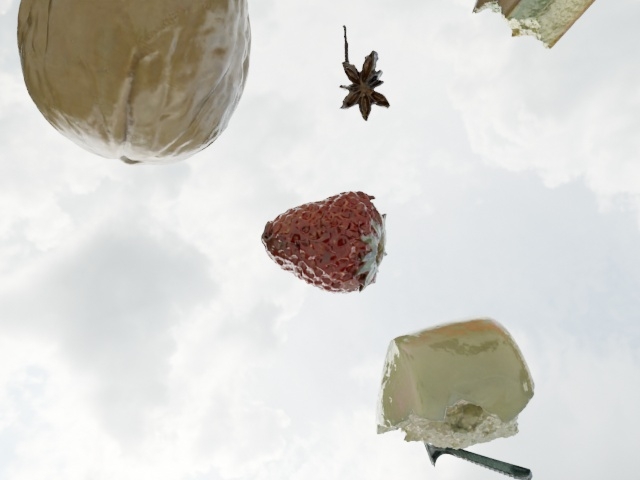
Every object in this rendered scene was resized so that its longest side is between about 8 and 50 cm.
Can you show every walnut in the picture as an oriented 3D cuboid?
[{"bbox_3d":[-0.213,-0.250,0.629,0.251,0.277,0.313,13,-91,8],"label":"walnut"}]

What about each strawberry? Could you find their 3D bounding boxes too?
[{"bbox_3d":[0.000,0.000,0.996,0.244,0.205,0.205,11,-121,18],"label":"strawberry"}]

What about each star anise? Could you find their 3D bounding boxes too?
[{"bbox_3d":[0.075,-0.331,1.010,0.097,0.191,0.070,-11,-167,12],"label":"star anise"}]

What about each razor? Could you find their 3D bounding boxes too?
[{"bbox_3d":[0.277,0.388,0.906,0.190,0.066,0.033,-4,-153,41],"label":"razor"}]

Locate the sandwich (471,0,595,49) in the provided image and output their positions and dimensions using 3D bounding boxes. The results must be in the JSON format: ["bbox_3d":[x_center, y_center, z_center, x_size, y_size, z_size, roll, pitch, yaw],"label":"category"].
[{"bbox_3d":[0.341,-0.384,0.731,0.220,0.108,0.186,29,-81,64],"label":"sandwich"}]

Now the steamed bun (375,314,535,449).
[{"bbox_3d":[0.196,0.227,0.754,0.225,0.200,0.170,-10,-162,-18],"label":"steamed bun"}]
